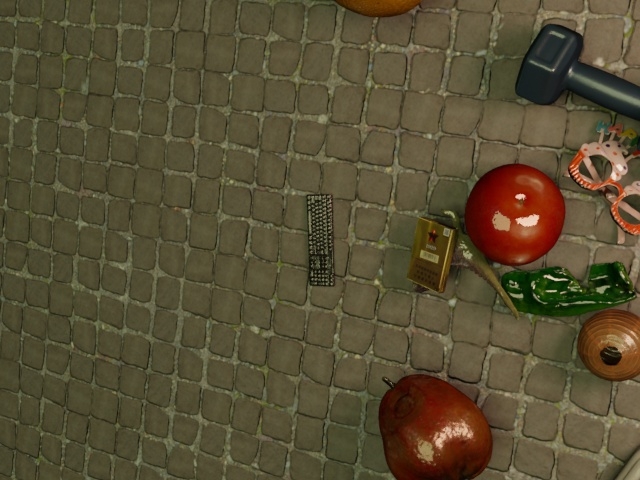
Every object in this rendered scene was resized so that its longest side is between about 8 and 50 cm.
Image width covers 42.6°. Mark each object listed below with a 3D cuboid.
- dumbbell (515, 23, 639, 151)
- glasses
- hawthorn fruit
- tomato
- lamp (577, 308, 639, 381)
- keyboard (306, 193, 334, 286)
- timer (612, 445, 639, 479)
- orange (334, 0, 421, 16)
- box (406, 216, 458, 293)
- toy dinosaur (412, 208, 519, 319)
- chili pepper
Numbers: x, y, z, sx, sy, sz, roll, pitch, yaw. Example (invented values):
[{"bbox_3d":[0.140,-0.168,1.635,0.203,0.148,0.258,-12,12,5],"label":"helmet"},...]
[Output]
[{"bbox_3d":[0.517,-0.265,1.465,0.325,0.144,0.160,29,142,19],"label":"dumbbell"},{"bbox_3d":[0.568,-0.100,1.514,0.162,0.095,0.255,-38,76,-5],"label":"glasses"},{"bbox_3d":[0.215,0.371,1.647,0.224,0.224,0.261,-44,62,22],"label":"hawthorn fruit"},{"bbox_3d":[0.367,-0.051,1.545,0.195,0.136,0.195,0,71,1],"label":"tomato"},{"bbox_3d":[0.544,0.194,1.515,0.136,0.136,0.136,3,96,25],"label":"lamp"},{"bbox_3d":[0.000,0.000,1.813,0.061,0.013,0.204,1,96,26],"label":"keyboard"},{"bbox_3d":[0.667,0.510,1.512,0.262,0.087,0.237,34,109,19],"label":"timer"},{"bbox_3d":[0.112,-0.557,1.576,0.264,0.264,0.264,3,96,25],"label":"orange"},{"bbox_3d":[0.222,0.028,1.636,0.090,0.023,0.133,22,108,43],"label":"box"},{"bbox_3d":[0.297,0.039,1.628,0.251,0.072,0.200,8,89,32],"label":"toy dinosaur"},{"bbox_3d":[0.469,0.096,1.569,0.253,0.083,0.099,-7,81,23],"label":"chili pepper"}]
